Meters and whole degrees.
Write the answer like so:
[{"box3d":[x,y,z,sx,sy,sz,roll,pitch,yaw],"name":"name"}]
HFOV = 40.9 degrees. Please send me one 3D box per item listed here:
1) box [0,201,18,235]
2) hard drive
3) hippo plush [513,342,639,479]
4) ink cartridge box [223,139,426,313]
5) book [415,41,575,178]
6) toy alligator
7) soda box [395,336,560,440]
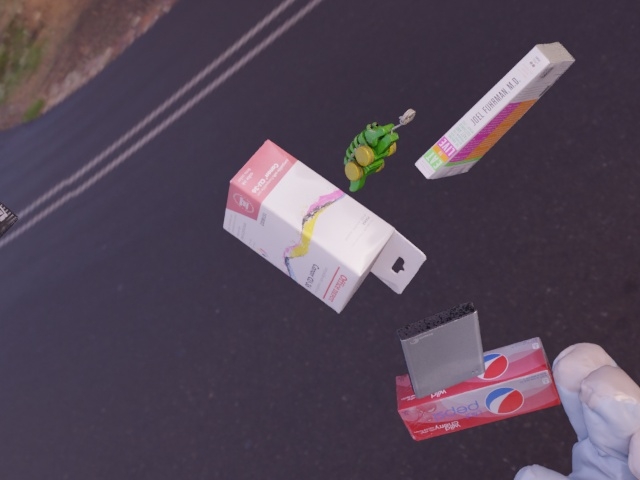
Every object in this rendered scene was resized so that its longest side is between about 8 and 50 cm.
[{"box3d":[-0.345,-0.047,0.688,0.045,0.184,0.191,-47,13,5],"name":"box"},{"box3d":[0.146,0.132,1.027,0.094,0.135,0.022,-21,48,-2],"name":"hard drive"},{"box3d":[0.335,0.288,1.090,0.236,0.294,0.234,-43,51,8],"name":"hippo plush"},{"box3d":[0.000,0.000,0.879,0.067,0.198,0.115,-52,-7,-24],"name":"ink cartridge box"},{"box3d":[0.155,-0.113,0.759,0.144,0.035,0.096,-44,-9,28],"name":"book"},{"box3d":[0.074,-0.138,1.203,0.056,0.051,0.190,-26,-18,-36],"name":"toy alligator"},{"box3d":[0.266,0.257,1.473,0.263,0.092,0.083,-19,34,14],"name":"soda box"}]
